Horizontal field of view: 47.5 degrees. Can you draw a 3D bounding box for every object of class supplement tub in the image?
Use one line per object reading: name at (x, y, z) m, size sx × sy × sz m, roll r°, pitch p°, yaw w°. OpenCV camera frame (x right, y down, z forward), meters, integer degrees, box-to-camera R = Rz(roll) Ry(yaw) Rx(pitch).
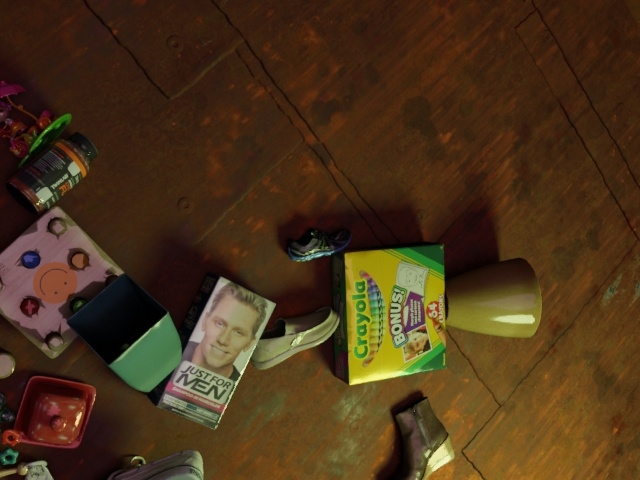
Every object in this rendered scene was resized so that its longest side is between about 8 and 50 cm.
supplement tub at (-0.593, -0.155, 1.622) m, size 0.106 × 0.106 × 0.198 m, roll 51°, pitch 63°, yaw -20°

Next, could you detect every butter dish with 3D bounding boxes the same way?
butter dish at (-0.604, 0.406, 1.662) m, size 0.160 × 0.118 × 0.160 m, roll 18°, pitch 86°, yaw -25°

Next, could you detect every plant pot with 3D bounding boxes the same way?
plant pot at (-0.417, 0.231, 1.642) m, size 0.165 × 0.165 × 0.234 m, roll -43°, pitch 148°, yaw -20°
plant pot at (0.471, 0.173, 2.114) m, size 0.254 × 0.237 × 0.237 m, roll -2°, pitch 95°, yaw -11°

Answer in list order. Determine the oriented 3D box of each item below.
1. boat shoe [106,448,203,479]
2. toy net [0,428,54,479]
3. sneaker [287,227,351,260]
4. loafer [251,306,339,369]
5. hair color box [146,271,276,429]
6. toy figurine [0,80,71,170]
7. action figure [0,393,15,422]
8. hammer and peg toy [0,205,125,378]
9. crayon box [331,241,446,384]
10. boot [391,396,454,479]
boat shoe at (-0.445, 0.594, 1.749) m, size 0.367 × 0.156 × 0.136 m, roll -28°, pitch 113°, yaw 9°
toy net at (-0.696, 0.489, 1.655) m, size 0.122 × 0.045 × 0.232 m, roll -47°, pitch 119°, yaw 4°
sneaker at (0.000, 0.000, 1.945) m, size 0.188 × 0.067 × 0.078 m, roll -16°, pitch 107°, yaw -21°
loafer at (-0.070, 0.241, 1.912) m, size 0.268 × 0.102 × 0.092 m, roll -29°, pitch 112°, yaw -20°
hair color box at (-0.272, 0.272, 1.817) m, size 0.173 × 0.105 × 0.347 m, roll 29°, pitch 81°, yaw -25°
toy figurine at (-0.669, -0.268, 1.602) m, size 0.159 × 0.130 × 0.173 m, roll 42°, pitch 101°, yaw -8°
action figure at (-0.789, 0.360, 1.605) m, size 0.232 × 0.063 × 0.137 m, roll 25°, pitch 80°, yaw -28°
hammer and peg toy at (-0.639, 0.127, 1.617) m, size 0.361 × 0.127 × 0.266 m, roll -45°, pitch 111°, yaw -16°
crayon box at (0.192, 0.196, 2.031) m, size 0.313 × 0.106 × 0.363 m, roll -5°, pitch 96°, yaw -25°
boot at (0.259, 0.600, 2.123) m, size 0.248 × 0.090 × 0.207 m, roll -29°, pitch 94°, yaw -19°
